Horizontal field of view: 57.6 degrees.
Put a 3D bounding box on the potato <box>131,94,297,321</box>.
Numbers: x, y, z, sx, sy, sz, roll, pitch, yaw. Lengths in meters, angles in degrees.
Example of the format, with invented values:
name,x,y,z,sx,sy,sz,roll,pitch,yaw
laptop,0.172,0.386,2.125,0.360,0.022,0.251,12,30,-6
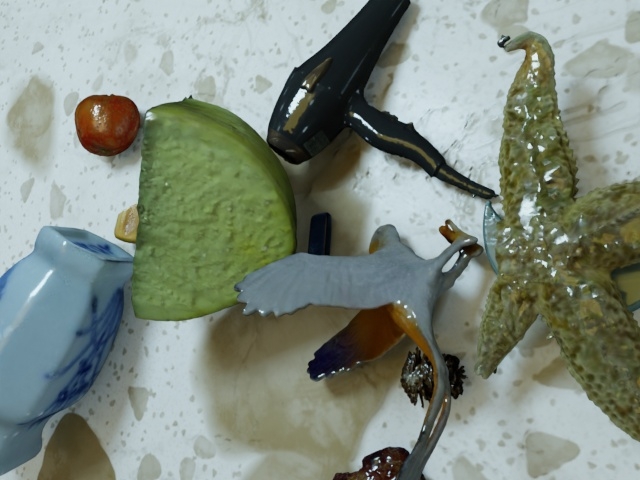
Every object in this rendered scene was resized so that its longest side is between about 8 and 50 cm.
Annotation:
name,x,y,z,sx,sy,sz,roll,pitch,yaw
potato,-0.131,-0.061,0.858,0.212,0.280,0.330,14,123,-4

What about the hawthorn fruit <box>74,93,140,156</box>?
name,x,y,z,sx,sy,sz,roll,pitch,yaw
hawthorn fruit,-0.401,-0.219,1.098,0.128,0.128,0.128,-6,77,28

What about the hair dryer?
name,x,y,z,sx,sy,sz,roll,pitch,yaw
hair dryer,0.119,-0.181,0.830,0.359,0.120,0.304,37,85,19

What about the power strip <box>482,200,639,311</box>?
name,x,y,z,sx,sy,sz,roll,pitch,yaw
power strip,0.322,0.010,0.681,0.253,0.054,0.168,-8,79,28

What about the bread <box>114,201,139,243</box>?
name,x,y,z,sx,sy,sz,roll,pitch,yaw
bread,-0.334,-0.044,1.059,0.062,0.049,0.103,10,83,2

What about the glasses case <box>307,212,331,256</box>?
name,x,y,z,sx,sy,sz,roll,pitch,yaw
glasses case,0.000,0.000,0.880,0.033,0.023,0.083,-2,77,34

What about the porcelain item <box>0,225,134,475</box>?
name,x,y,z,sx,sy,sz,roll,pitch,yaw
porcelain item,-0.477,0.182,0.994,0.178,0.242,0.405,30,92,8

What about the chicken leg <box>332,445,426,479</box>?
name,x,y,z,sx,sy,sz,roll,pitch,yaw
chicken leg,0.035,0.415,0.754,0.177,0.083,0.323,15,86,39

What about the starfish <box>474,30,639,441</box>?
name,x,y,z,sx,sy,sz,roll,pitch,yaw
starfish,0.311,-0.016,0.618,0.324,0.082,0.432,11,85,34

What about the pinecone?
name,x,y,z,sx,sy,sz,roll,pitch,yaw
pinecone,0.143,0.174,0.740,0.083,0.077,0.077,5,81,-2

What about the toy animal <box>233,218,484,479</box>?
name,x,y,z,sx,sy,sz,roll,pitch,yaw
toy animal,0.099,0.088,0.689,0.302,0.225,0.284,-43,43,-13
